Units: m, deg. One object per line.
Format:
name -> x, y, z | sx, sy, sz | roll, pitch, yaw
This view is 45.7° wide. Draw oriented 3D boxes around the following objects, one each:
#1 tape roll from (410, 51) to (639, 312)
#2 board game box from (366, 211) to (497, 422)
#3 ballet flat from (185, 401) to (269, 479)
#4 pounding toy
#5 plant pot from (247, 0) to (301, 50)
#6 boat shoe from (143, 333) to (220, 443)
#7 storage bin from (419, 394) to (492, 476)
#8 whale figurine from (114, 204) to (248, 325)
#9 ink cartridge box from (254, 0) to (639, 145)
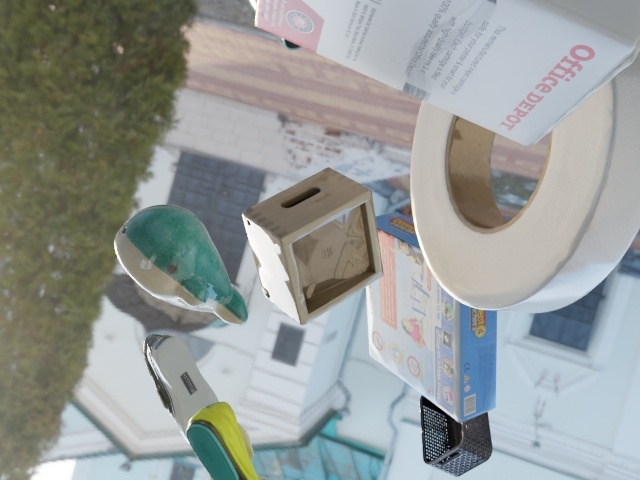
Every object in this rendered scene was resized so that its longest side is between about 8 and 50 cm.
tape roll -> 0.229, -0.109, 0.897 | 0.072, 0.391, 0.392 | 5, -175, -22
board game box -> 0.200, 0.132, 1.430 | 0.086, 0.308, 0.302 | -14, -157, -25
ballet flat -> -0.104, 0.315, 0.996 | 0.077, 0.230, 0.077 | -14, -167, 27
pounding toy -> 0.000, 0.000, 0.792 | 0.141, 0.130, 0.100 | -30, -141, -25
plant pot -> -0.041, -0.506, 1.310 | 0.196, 0.293, 0.293 | 40, -176, 5
boat shoe -> -0.227, 0.249, 1.253 | 0.078, 0.219, 0.070 | -31, -158, -35
storage bin -> 0.283, 0.387, 1.597 | 0.084, 0.122, 0.180 | 28, -141, -23
whale figurine -> -0.220, 0.041, 1.316 | 0.272, 0.141, 0.216 | 38, -176, -30
ink cartridge box -> 0.098, -0.205, 0.602 | 0.273, 0.114, 0.197 | 24, 165, -2
